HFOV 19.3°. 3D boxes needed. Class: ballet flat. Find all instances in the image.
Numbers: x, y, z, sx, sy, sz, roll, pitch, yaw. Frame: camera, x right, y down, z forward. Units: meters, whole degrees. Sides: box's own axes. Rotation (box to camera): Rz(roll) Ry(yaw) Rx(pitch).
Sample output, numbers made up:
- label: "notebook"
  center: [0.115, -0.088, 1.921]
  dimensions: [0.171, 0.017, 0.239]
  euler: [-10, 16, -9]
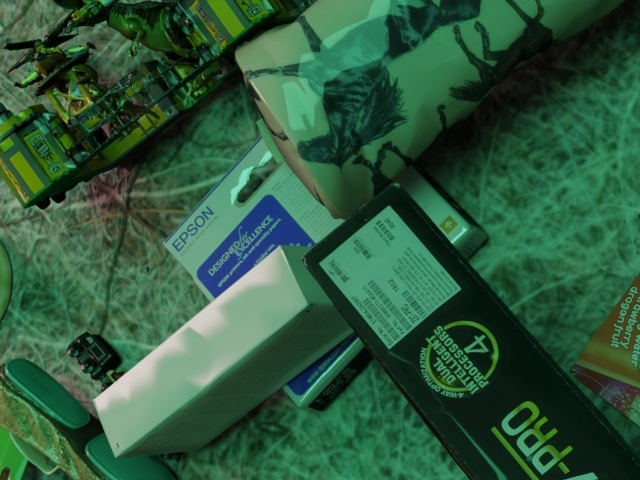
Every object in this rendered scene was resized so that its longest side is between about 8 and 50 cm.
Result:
- label: "ballet flat"
  center: [-0.205, 0.183, 1.610]
  dimensions: [0.206, 0.073, 0.067]
  euler: [39, 118, 19]

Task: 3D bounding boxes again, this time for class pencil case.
- label: "pencil case"
  center: [0.117, -0.190, 1.471]
  dimensions: [0.410, 0.183, 0.160]
  euler: [-37, 90, 5]

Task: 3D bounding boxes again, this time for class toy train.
- label: "toy train"
  center: [-0.164, 0.133, 1.629]
  dimensions: [0.036, 0.027, 0.158]
  euler: [-44, 60, -3]

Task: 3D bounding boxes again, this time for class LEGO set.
- label: "LEGO set"
  center: [-0.175, -0.193, 1.593]
  dimensions: [0.331, 0.255, 0.192]
  euler: [-36, 89, 26]

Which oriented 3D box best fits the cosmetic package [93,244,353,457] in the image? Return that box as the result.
- label: "cosmetic package"
  center: [-0.068, 0.089, 1.495]
  dimensions: [0.239, 0.099, 0.060]
  euler: [-39, 66, 32]

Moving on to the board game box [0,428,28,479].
- label: "board game box"
  center: [-0.370, 0.195, 1.712]
  dimensions: [0.259, 0.039, 0.124]
  euler: [16, 83, 32]

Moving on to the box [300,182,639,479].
- label: "box"
  center: [0.170, 0.174, 1.270]
  dimensions: [0.097, 0.318, 0.395]
  euler: [-40, 62, 0]

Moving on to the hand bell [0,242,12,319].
- label: "hand bell"
  center: [-0.392, 0.016, 1.655]
  dimensions: [0.126, 0.242, 0.126]
  euler: [-8, 72, 25]

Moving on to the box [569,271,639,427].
- label: "box"
  center: [0.290, 0.098, 1.267]
  dimensions: [0.122, 0.257, 0.128]
  euler: [39, 95, 33]

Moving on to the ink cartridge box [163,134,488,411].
- label: "ink cartridge box"
  center: [0.000, 0.000, 1.569]
  dimensions: [0.206, 0.045, 0.208]
  euler: [-47, 62, 9]
